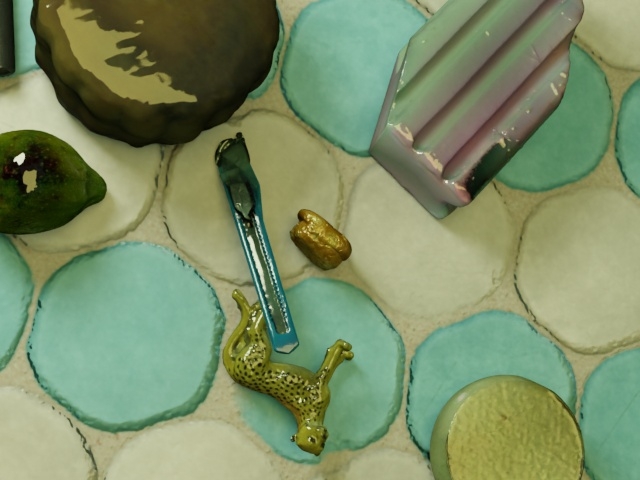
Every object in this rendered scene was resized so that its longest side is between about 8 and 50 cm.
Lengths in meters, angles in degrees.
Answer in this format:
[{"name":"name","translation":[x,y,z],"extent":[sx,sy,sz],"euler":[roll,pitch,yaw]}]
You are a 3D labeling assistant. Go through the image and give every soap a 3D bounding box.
[{"name":"soap","translation":[0.201,-0.207,1.700],"extent":[0.193,0.109,0.324],"euler":[44,73,-4]}]

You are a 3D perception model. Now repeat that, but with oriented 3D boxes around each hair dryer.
[{"name":"hair dryer","translation":[-0.457,-0.275,1.576],"extent":[0.195,0.050,0.173],"euler":[-4,80,-11]}]

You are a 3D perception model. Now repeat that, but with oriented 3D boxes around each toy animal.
[{"name":"toy animal","translation":[-0.051,0.153,1.585],"extent":[0.181,0.073,0.136],"euler":[30,75,-6]}]

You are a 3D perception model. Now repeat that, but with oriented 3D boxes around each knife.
[{"name":"knife","translation":[-0.074,-0.001,1.594],"extent":[0.044,0.026,0.296],"euler":[-12,65,-14]}]

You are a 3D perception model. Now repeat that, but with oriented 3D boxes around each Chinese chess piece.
[{"name":"Chinese chess piece","translation":[0.225,0.257,1.634],"extent":[0.188,0.083,0.188],"euler":[2,80,-11]}]

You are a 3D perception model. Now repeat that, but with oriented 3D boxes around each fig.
[{"name":"fig","translation":[-0.318,-0.065,1.549],"extent":[0.156,0.123,0.123],"euler":[3,76,-54]}]

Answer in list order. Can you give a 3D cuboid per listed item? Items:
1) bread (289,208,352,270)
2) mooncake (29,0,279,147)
[{"name":"bread","translation":[0.000,0.000,1.625],"extent":[0.046,0.081,0.083],"euler":[-46,61,-9]},{"name":"mooncake","translation":[-0.194,-0.252,1.578],"extent":[0.290,0.161,0.290],"euler":[3,77,-16]}]
